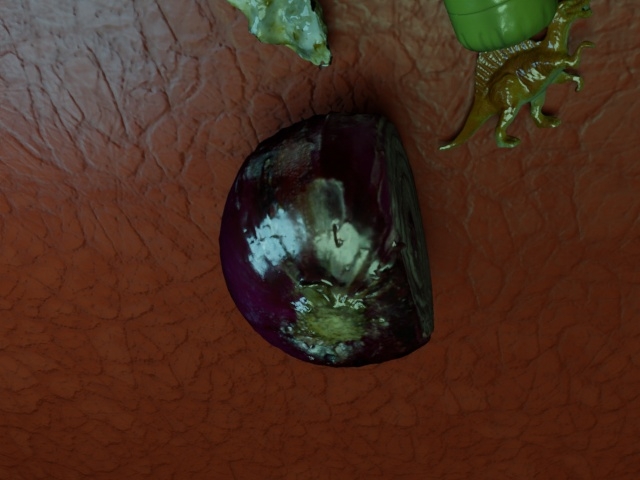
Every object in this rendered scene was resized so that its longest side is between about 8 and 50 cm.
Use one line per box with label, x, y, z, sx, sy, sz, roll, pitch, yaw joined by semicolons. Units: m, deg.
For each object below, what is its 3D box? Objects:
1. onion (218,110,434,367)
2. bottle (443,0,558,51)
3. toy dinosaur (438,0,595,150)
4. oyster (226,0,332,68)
onion;0.000;0.000;0.850;0.260;0.282;0.337;-6;138;18
bottle;0.152;-0.326;0.672;0.112;0.112;0.260;-17;121;21
toy dinosaur;0.224;-0.187;0.800;0.212;0.057;0.142;-15;111;18
oyster;-0.087;-0.313;0.751;0.166;0.094;0.294;-9;137;38
